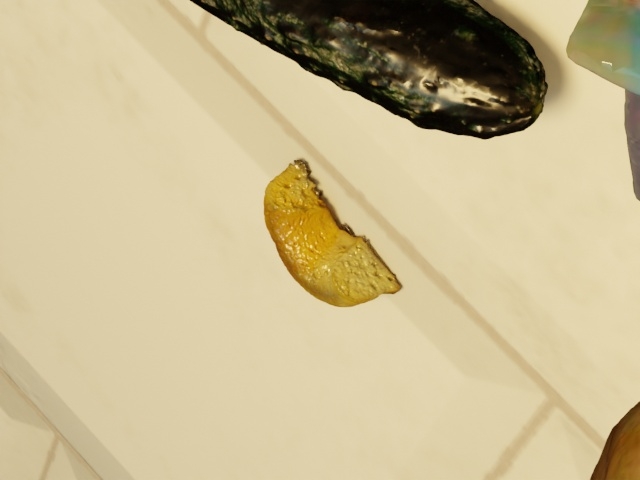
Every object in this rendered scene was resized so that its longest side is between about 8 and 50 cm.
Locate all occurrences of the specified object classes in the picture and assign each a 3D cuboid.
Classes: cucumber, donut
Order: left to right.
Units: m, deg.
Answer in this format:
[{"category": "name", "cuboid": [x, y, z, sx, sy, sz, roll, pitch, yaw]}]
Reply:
[{"category": "cucumber", "cuboid": [-0.014, -0.128, 0.969, 0.303, 0.072, 0.081, 37, 143, 24]}, {"category": "donut", "cuboid": [0.000, 0.000, 1.098, 0.067, 0.038, 0.083, 11, 129, 50]}]

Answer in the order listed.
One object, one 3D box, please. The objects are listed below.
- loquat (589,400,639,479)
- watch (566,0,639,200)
[{"category": "loquat", "cuboid": [0.210, 0.139, 0.788, 0.238, 0.238, 0.193, 21, 125, 40]}, {"category": "watch", "cuboid": [0.239, -0.063, 0.595, 0.274, 0.241, 0.305, 13, 131, 28]}]
